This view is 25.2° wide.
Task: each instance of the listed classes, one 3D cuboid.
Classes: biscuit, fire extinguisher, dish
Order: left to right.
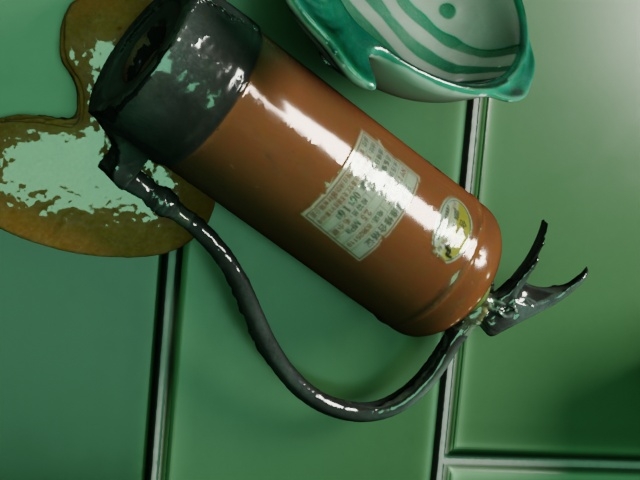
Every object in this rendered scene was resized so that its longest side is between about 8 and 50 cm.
[{"bbox_3d":[-0.154,-0.085,1.007,0.186,0.036,0.192,12,93,-13],"label":"biscuit"},{"bbox_3d":[0.001,-0.008,1.011,0.376,0.113,0.200,34,117,-24],"label":"fire extinguisher"},{"bbox_3d":[0.040,-0.161,0.986,0.224,0.078,0.246,50,41,-2],"label":"dish"}]
